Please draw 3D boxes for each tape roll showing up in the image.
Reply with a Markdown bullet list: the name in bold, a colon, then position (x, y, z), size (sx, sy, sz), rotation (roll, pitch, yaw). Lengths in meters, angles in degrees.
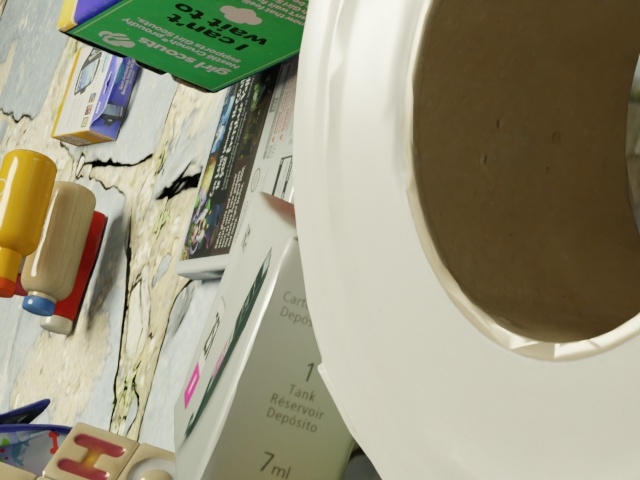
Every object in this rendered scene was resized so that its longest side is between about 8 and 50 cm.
- **tape roll**: position (0.106, -0.037, 0.564), size (0.286, 0.100, 0.286), rotation (-6, 82, 55)

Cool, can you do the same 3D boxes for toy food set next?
- **toy food set**: position (-0.235, 0.016, 1.448), size (0.232, 0.111, 0.105), rotation (-21, 53, 60)

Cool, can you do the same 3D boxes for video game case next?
- **video game case**: position (-0.026, -0.071, 1.142), size (0.173, 0.022, 0.190), rotation (-8, 65, 66)

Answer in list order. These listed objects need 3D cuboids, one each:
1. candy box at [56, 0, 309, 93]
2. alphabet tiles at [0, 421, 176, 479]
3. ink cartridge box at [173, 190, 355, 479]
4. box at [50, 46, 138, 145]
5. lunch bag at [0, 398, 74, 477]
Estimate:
- **candy box**: position (0.003, -0.251, 1.046), size (0.317, 0.122, 0.268), rotation (-20, 53, 55)
- **alphabet tiles**: position (-0.125, 0.191, 0.929), size (0.009, 0.198, 0.237), rotation (85, -152, -45)
- **ink cartridge box**: position (0.000, 0.000, 0.874), size (0.275, 0.060, 0.239), rotation (-134, 63, -83)
- **box**: position (-0.181, -0.121, 1.555), size (0.136, 0.028, 0.081), rotation (3, 75, 66)
- **lunch bag**: position (-0.185, 0.156, 1.149), size (0.129, 0.151, 0.096), rotation (-39, 38, 55)
